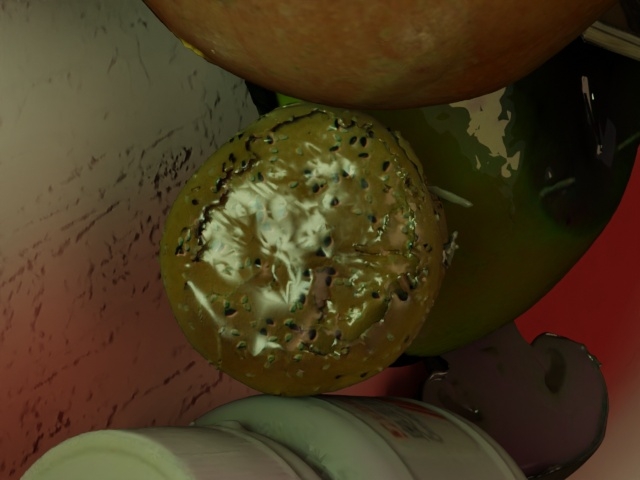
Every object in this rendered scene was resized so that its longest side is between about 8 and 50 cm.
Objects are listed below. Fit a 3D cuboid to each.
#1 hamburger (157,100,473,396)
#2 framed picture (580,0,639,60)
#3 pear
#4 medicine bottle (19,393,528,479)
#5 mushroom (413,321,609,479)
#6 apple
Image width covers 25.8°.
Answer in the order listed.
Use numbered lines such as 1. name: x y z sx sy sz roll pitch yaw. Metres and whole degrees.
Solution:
1. hamburger: 0.000 0.000 0.826 0.113 0.185 0.177 39 37 -81
2. framed picture: 0.186 -0.234 0.971 0.197 0.014 0.252 4 61 -52
3. pear: 0.120 -0.104 1.019 0.398 0.165 0.399 1 89 -53
4. medicine bottle: -0.023 0.211 0.828 0.302 0.241 0.241 10 86 -52
5. mushroom: 0.144 0.154 1.144 0.188 0.141 0.117 -13 137 -36
6. apple: 0.038 -0.228 0.752 0.305 0.338 0.339 29 71 -68
